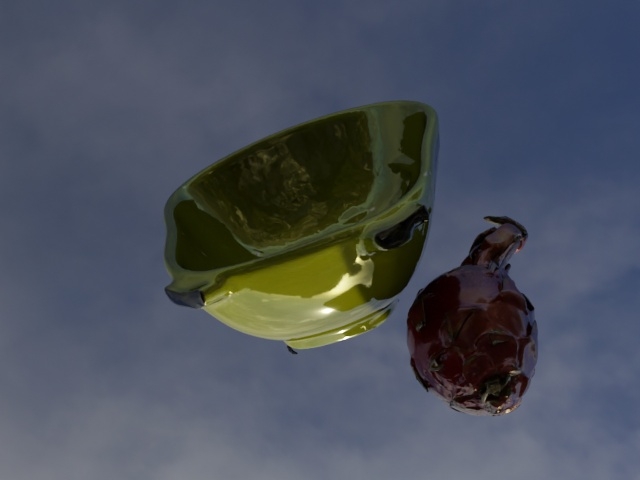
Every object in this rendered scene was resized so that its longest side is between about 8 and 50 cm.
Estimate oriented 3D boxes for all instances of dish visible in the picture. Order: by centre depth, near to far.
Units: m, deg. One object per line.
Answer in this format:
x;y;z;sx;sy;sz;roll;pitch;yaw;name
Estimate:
0.000;0.000;0.729;0.221;0.262;0.108;-19;-66;9;dish

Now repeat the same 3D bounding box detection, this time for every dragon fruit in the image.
0.109;0.047;0.699;0.094;0.190;0.094;7;-52;9;dragon fruit
